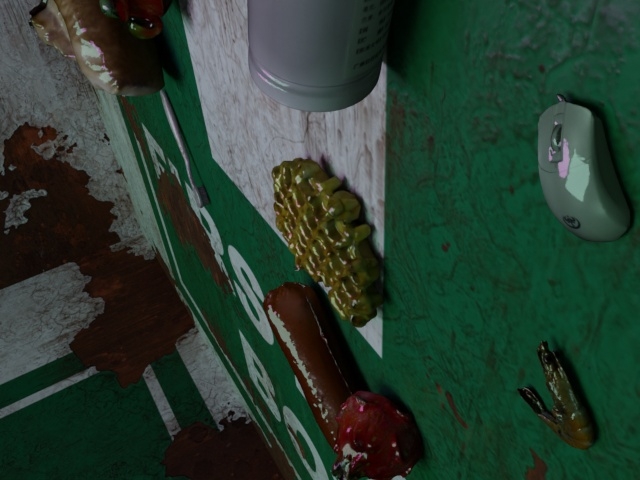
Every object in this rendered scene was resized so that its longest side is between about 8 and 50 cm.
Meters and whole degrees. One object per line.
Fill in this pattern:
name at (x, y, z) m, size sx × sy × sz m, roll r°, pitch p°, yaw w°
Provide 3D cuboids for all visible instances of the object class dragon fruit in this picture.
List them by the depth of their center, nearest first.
dragon fruit at (0.072, 0.318, 0.918) m, size 0.153 × 0.111 × 0.153 m, roll 19°, pitch 127°, yaw 28°
dragon fruit at (-0.331, -0.493, 1.035) m, size 0.269 × 0.130 × 0.295 m, roll 65°, pitch 160°, yaw 3°

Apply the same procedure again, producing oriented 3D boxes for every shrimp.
shrimp at (0.208, 0.140, 0.559) m, size 0.114 × 0.023 × 0.083 m, roll 65°, pitch 163°, yaw -10°

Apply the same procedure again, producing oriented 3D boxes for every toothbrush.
toothbrush at (-0.342, -0.230, 1.518) m, size 0.025 × 0.029 × 0.307 m, roll -4°, pitch 107°, yaw 57°

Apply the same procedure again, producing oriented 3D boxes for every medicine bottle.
medicine bottle at (0.003, -0.236, 0.488) m, size 0.133 × 0.133 × 0.250 m, roll 55°, pitch 159°, yaw 27°

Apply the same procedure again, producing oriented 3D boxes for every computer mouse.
computer mouse at (0.174, -0.046, 0.419) m, size 0.056 × 0.032 × 0.110 m, roll 4°, pitch 116°, yaw 67°

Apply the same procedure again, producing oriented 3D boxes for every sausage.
sausage at (0.003, 0.225, 1.057) m, size 0.331 × 0.102 × 0.102 m, roll 64°, pitch 160°, yaw 2°

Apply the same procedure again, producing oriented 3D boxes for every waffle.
waffle at (0.001, 0.000, 0.873) m, size 0.253 × 0.056 × 0.249 m, roll 18°, pitch 129°, yaw 61°

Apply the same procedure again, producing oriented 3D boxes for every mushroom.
mushroom at (-0.464, -0.501, 1.309) m, size 0.397 × 0.224 × 0.314 m, roll 45°, pitch 138°, yaw 30°
